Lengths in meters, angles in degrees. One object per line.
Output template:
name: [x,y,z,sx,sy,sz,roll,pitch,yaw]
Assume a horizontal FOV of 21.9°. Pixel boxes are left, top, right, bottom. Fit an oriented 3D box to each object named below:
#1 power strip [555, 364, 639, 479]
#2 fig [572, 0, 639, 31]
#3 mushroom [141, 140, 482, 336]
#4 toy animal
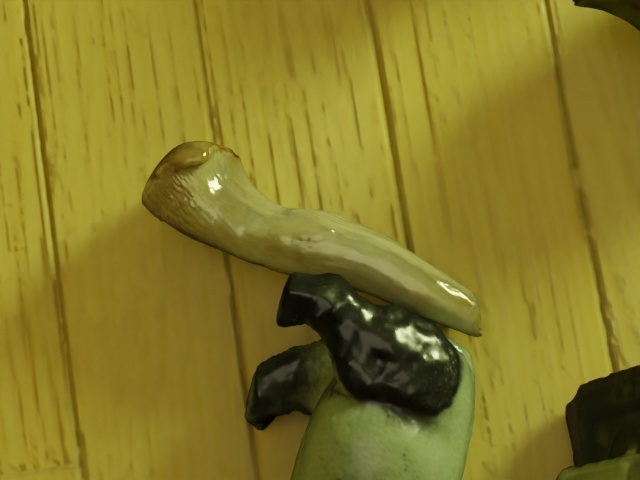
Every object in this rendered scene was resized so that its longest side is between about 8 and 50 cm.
power strip: [0.162,0.178,0.747,0.092,0.257,0.251,-10,80,-17]
fig: [0.212,-0.139,0.875,0.155,0.103,0.109,2,44,18]
mushroom: [0.000,0.001,0.895,0.202,0.059,0.054,24,101,11]
toy animal: [0.006,0.138,0.862,0.121,0.094,0.225,18,82,1]
